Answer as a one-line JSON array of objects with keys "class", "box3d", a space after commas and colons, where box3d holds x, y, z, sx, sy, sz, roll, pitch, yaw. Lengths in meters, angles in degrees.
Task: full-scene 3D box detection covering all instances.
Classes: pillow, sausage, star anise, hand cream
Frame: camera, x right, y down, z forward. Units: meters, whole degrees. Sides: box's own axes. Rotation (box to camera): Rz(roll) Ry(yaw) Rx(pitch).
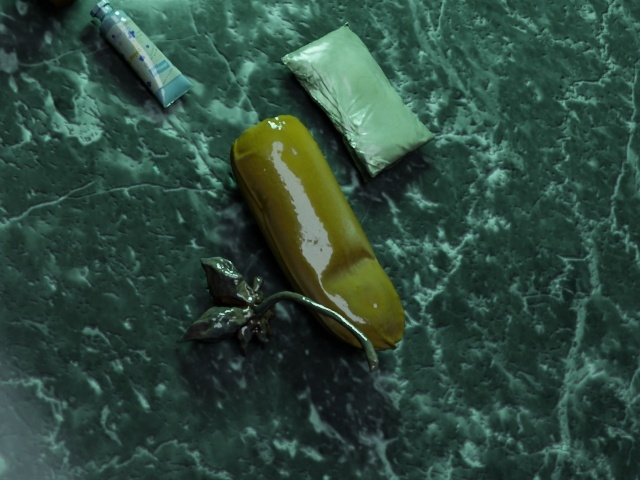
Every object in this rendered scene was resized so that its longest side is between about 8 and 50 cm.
[{"class": "pillow", "box3d": [0.056, -0.210, 1.939, 0.148, 0.050, 0.230, -30, 83, -38]}, {"class": "sausage", "box3d": [-0.003, 0.002, 1.781, 0.134, 0.116, 0.354, -21, 80, -45]}, {"class": "star anise", "box3d": [-0.057, 0.099, 1.663, 0.148, 0.227, 0.218, -36, 97, -38]}, {"class": "hand cream", "box3d": [-0.254, -0.263, 1.826, 0.171, 0.043, 0.065, 49, 54, -4]}]

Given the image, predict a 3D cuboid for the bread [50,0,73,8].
[{"class": "bread", "box3d": [-0.343, -0.392, 1.794, 0.086, 0.125, 0.156, 29, 74, -2]}]
